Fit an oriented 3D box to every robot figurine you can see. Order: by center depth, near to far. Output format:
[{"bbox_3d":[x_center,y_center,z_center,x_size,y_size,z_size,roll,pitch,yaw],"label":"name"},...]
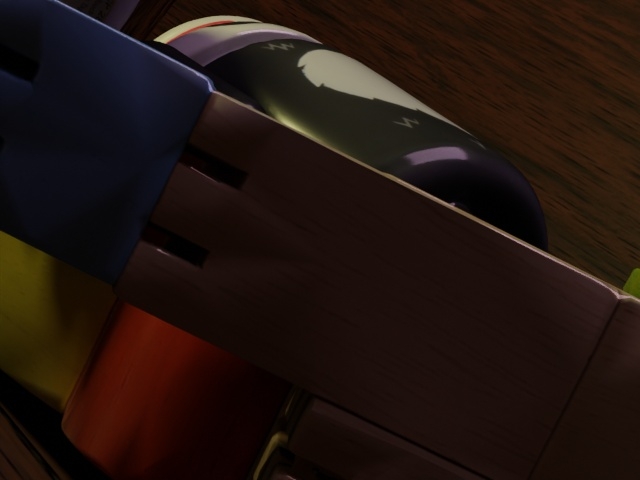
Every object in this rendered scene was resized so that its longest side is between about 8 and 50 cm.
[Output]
[{"bbox_3d":[0.001,-0.003,0.775,0.278,0.173,0.209,39,-43,45],"label":"robot figurine"}]

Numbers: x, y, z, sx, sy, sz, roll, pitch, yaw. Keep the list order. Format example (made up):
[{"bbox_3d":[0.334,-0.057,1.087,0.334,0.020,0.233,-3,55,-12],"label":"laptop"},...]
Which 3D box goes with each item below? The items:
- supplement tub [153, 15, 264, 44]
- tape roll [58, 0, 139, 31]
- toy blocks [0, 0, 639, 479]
[{"bbox_3d":[-0.028,-0.040,1.153,0.191,0.191,0.272,37,1,-39],"label":"supplement tub"},{"bbox_3d":[-0.153,-0.127,0.732,0.080,0.189,0.189,37,1,8],"label":"tape roll"},{"bbox_3d":[0.005,0.028,0.468,0.261,0.191,0.381,26,2,-3],"label":"toy blocks"}]
